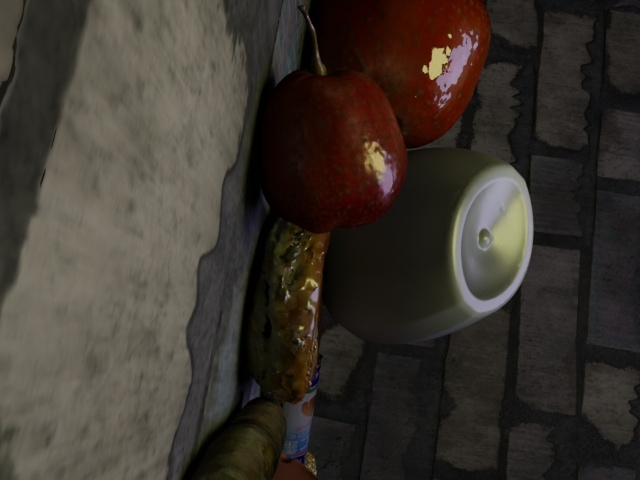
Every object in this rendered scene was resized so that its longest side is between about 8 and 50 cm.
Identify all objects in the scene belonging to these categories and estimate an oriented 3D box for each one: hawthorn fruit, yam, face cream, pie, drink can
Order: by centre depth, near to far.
[{"bbox_3d":[0.006,-0.112,0.555,0.163,0.162,0.204,-73,156,-77],"label":"hawthorn fruit"},{"bbox_3d":[-0.074,0.215,0.584,0.067,0.071,0.317,-44,176,-3],"label":"yam"},{"bbox_3d":[-0.037,0.078,0.737,0.308,0.085,0.309,7,90,-88],"label":"pie"},{"bbox_3d":[0.106,-0.265,0.846,0.275,0.275,0.300,93,19,-72],"label":"hawthorn fruit"},{"bbox_3d":[0.121,0.004,0.866,0.357,0.219,0.313,-3,-125,55],"label":"face cream"},{"bbox_3d":[-0.059,0.301,0.993,0.097,0.097,0.235,-75,173,-73],"label":"drink can"}]

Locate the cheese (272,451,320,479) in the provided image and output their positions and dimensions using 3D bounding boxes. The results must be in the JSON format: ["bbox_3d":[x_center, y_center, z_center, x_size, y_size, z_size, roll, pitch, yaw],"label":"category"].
[{"bbox_3d":[-0.079,0.405,0.808,0.177,0.202,0.128,-44,163,-28],"label":"cheese"}]

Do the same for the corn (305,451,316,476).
[{"bbox_3d":[-0.080,0.635,1.261,0.144,0.143,0.387,97,3,-47],"label":"corn"}]
